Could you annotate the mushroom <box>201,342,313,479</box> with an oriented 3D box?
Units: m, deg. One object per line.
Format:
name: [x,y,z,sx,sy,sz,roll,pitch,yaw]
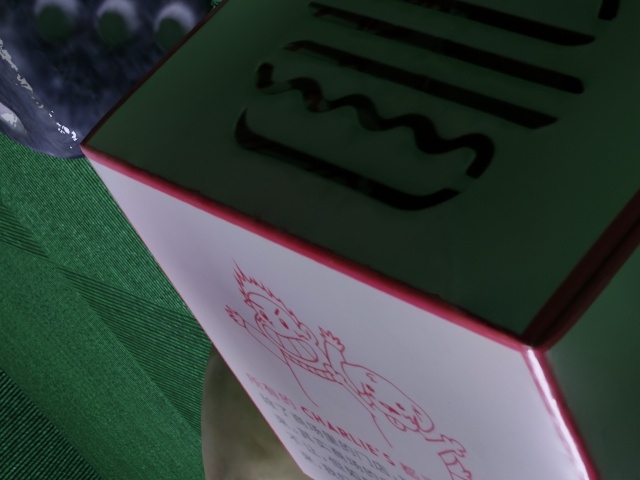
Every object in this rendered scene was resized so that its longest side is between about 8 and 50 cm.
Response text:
mushroom: [0.061,0.162,1.237,0.353,0.325,0.353,33,170,7]

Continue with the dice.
dice: [-0.212,-0.187,1.255,0.181,0.182,0.183,21,151,49]

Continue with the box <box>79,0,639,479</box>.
box: [0.124,-0.010,0.801,0.314,0.300,0.312,24,154,42]
